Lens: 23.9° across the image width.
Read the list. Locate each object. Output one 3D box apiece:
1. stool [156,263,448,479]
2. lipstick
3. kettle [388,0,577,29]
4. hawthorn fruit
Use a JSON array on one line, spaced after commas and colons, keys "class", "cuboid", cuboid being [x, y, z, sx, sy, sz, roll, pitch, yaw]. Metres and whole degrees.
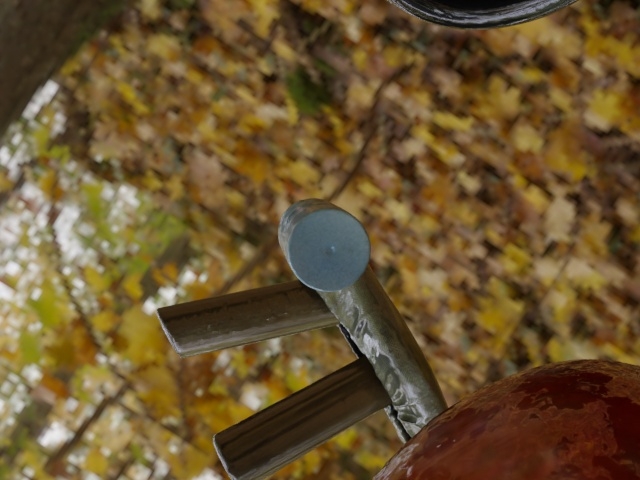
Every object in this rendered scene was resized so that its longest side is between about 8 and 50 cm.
[{"class": "stool", "cuboid": [0.003, 0.175, 1.577, 0.310, 0.226, 0.310, 66, 175, -38]}, {"class": "lipstick", "cuboid": [0.000, 0.000, 0.906, 0.048, 0.048, 0.158, 32, -179, -5]}, {"class": "kettle", "cuboid": [0.126, -0.289, 1.211, 0.290, 0.207, 0.268, -6, 124, 33]}, {"class": "hawthorn fruit", "cuboid": [0.139, 0.199, 0.792, 0.284, 0.284, 0.284, 32, -172, -5]}]
